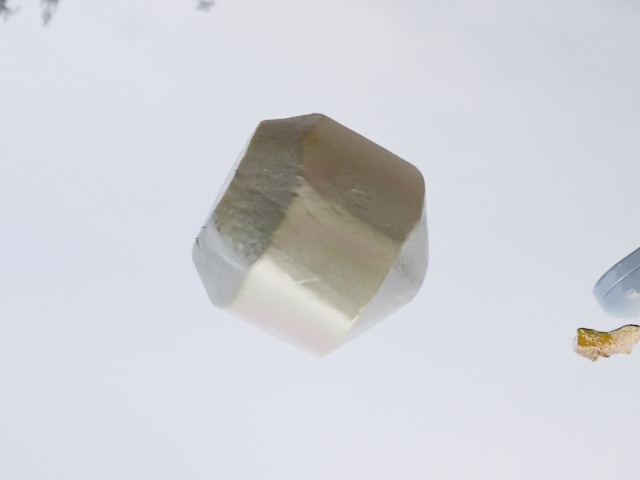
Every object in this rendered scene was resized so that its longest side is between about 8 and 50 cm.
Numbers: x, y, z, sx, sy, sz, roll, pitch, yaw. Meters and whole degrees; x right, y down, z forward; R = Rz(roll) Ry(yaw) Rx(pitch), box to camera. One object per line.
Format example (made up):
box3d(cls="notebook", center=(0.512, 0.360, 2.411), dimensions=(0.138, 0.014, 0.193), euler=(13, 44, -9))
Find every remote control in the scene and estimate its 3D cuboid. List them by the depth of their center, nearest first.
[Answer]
box3d(cls="remote control", center=(0.330, -0.013, 0.931), dimensions=(0.047, 0.244, 0.087), euler=(59, -164, 24))

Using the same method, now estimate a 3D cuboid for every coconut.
box3d(cls="coconut", center=(0.000, 0.002, 1.121), dimensions=(0.241, 0.241, 0.241), euler=(15, -154, -8))

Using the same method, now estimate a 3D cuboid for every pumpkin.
box3d(cls="pumpkin", center=(0.319, 0.117, 1.280), dimensions=(0.073, 0.035, 0.101), euler=(-7, 164, 10))
